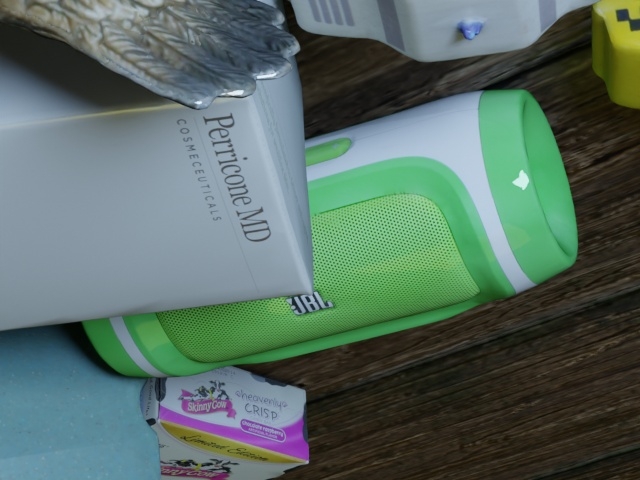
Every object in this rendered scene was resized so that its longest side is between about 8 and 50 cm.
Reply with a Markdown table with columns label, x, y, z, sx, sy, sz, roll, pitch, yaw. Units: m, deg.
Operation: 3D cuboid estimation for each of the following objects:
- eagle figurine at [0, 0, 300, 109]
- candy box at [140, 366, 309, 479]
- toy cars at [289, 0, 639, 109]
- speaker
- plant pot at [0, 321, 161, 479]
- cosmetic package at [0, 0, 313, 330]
| label | x | y | z | sx | sy | sz | roll | pitch | yaw |
| --- | --- | --- | --- | --- | --- | --- | --- | --- | --- |
| eagle figurine | -0.181 | -0.118 | 0.606 | 0.298 | 0.226 | 0.225 | -18 | 113 | 12 |
| candy box | -0.144 | 0.175 | 1.324 | 0.159 | 0.071 | 0.233 | 21 | 142 | -37 |
| toy cars | 0.156 | -0.109 | 0.800 | 0.394 | 0.087 | 0.176 | 9 | 154 | -31 |
| speaker | 0.000 | 0.000 | 0.970 | 0.297 | 0.131 | 0.131 | -15 | 149 | 20 |
| plant pot | -0.299 | 0.167 | 1.059 | 0.334 | 0.341 | 0.341 | 0 | 152 | -23 |
| cosmetic package | -0.197 | -0.058 | 0.813 | 0.366 | 0.155 | 0.197 | -7 | 148 | 7 |
